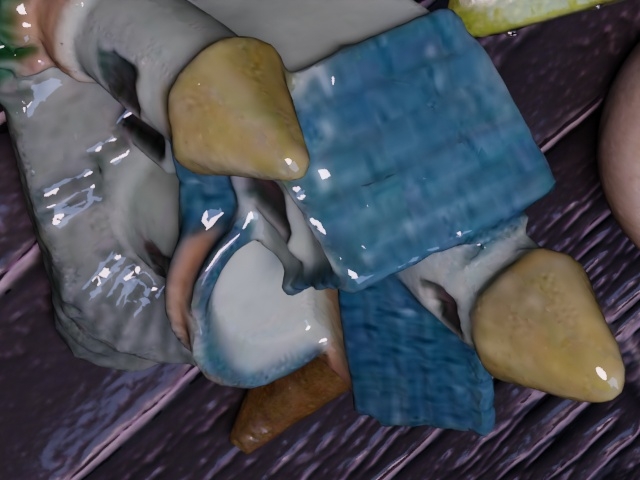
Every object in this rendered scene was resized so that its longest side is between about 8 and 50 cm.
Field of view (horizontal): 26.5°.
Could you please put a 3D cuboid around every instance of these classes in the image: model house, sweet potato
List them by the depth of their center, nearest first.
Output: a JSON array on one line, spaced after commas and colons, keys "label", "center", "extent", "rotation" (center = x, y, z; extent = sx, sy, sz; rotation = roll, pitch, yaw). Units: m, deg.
[{"label": "model house", "center": [0.000, 0.000, 0.649], "extent": [0.194, 0.325, 0.267], "rotation": [-27, 131, -23]}, {"label": "sweet potato", "center": [0.029, 0.048, 0.884], "extent": [0.077, 0.077, 0.244], "rotation": [22, 108, -44]}]

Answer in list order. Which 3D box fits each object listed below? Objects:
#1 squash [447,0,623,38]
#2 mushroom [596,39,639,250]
[{"label": "squash", "center": [0.171, -0.220, 0.813], "extent": [0.252, 0.169, 0.093], "rotation": [-16, 128, 1]}, {"label": "mushroom", "center": [0.304, -0.063, 0.916], "extent": [0.207, 0.215, 0.207], "rotation": [-18, 121, -32]}]
